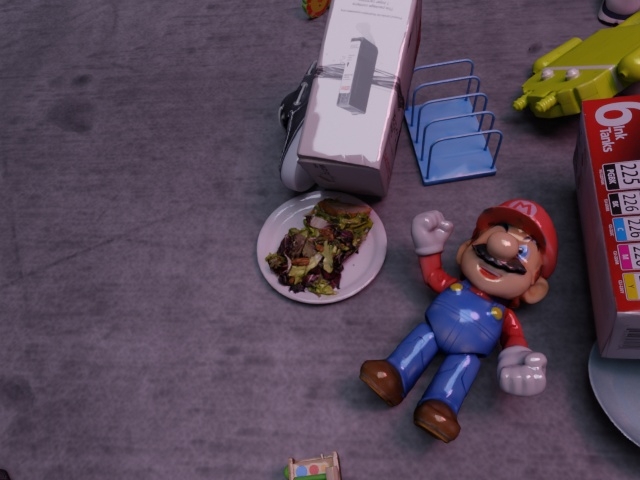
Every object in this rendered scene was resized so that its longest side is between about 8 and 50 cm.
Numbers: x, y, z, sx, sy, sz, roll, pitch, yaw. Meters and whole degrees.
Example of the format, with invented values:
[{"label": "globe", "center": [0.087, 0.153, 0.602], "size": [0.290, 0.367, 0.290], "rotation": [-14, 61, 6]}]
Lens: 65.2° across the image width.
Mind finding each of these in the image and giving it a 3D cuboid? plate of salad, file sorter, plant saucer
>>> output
[{"label": "plate of salad", "center": [0.000, 0.000, 0.756], "size": [0.200, 0.048, 0.199], "rotation": [-3, 60, 4]}, {"label": "file sorter", "center": [0.211, -0.194, 0.813], "size": [0.118, 0.104, 0.170], "rotation": [-9, 59, 2]}, {"label": "plant saucer", "center": [0.417, 0.182, 0.592], "size": [0.195, 0.037, 0.194], "rotation": [-2, 49, 2]}]

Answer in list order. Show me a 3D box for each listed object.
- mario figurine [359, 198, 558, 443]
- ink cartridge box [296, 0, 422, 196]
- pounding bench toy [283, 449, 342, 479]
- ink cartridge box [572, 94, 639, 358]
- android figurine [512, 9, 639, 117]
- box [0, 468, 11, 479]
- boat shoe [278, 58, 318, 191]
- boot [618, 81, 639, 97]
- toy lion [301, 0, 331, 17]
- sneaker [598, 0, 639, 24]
[{"label": "mario figurine", "center": [0.183, 0.071, 0.616], "size": [0.198, 0.170, 0.320], "rotation": [39, 76, -11]}, {"label": "ink cartridge box", "center": [0.065, -0.214, 0.723], "size": [0.114, 0.197, 0.272], "rotation": [13, 87, 11]}, {"label": "pounding bench toy", "center": [-0.010, 0.273, 0.573], "size": [0.065, 0.083, 0.052], "rotation": [-8, 59, 1]}, {"label": "ink cartridge box", "center": [0.459, -0.027, 0.575], "size": [0.272, 0.130, 0.309], "rotation": [-3, 56, 19]}, {"label": "android figurine", "center": [0.441, -0.282, 0.801], "size": [0.273, 0.056, 0.248], "rotation": [-33, 21, 2]}, {"label": "box", "center": [-0.442, 0.407, 0.559], "size": [0.233, 0.059, 0.183], "rotation": [-38, 62, -16]}, {"label": "boat shoe", "center": [-0.022, -0.208, 0.849], "size": [0.102, 0.108, 0.301], "rotation": [13, 60, 16]}, {"label": "boot", "center": [0.524, -0.163, 0.747], "size": [0.190, 0.076, 0.208], "rotation": [-30, 82, -26]}, {"label": "toy lion", "center": [0.004, -0.514, 1.034], "size": [0.096, 0.100, 0.034], "rotation": [-27, 60, -31]}, {"label": "sneaker", "center": [0.599, -0.525, 0.971], "size": [0.090, 0.094, 0.235], "rotation": [8, 59, 13]}]
